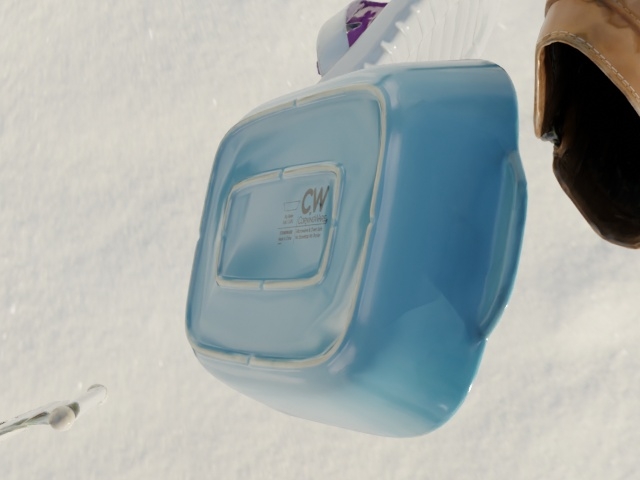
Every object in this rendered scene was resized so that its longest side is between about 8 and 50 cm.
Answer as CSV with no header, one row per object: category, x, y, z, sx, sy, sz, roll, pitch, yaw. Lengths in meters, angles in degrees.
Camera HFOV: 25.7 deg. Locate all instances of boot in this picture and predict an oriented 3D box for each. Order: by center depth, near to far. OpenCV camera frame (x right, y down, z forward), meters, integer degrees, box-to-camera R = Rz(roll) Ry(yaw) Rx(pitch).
boot,0.146,-0.155,0.724,0.109,0.220,0.283,-4,122,40

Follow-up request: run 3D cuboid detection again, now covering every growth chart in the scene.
growth chart,-0.253,0.147,0.943,0.237,0.172,0.021,-23,90,9

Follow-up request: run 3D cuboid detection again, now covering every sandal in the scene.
sandal,0.033,-0.151,1.273,0.416,0.102,0.169,-47,152,-33

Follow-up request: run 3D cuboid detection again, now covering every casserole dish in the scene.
casserole dish,0.000,0.000,0.443,0.037,0.188,0.114,13,83,-24

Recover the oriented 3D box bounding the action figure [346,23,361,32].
action figure,0.095,-0.140,1.662,0.141,0.275,0.164,3,149,-30
